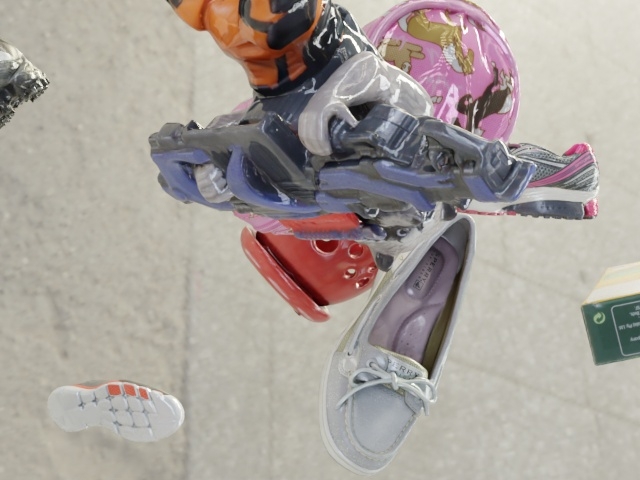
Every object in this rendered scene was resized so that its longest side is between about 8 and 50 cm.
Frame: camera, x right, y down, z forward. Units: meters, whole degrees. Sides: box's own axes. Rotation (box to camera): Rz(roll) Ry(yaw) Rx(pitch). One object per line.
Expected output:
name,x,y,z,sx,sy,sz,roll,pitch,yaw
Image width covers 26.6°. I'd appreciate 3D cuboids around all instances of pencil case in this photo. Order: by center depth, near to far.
pencil case,0.028,-0.105,1.291,0.167,0.386,0.160,-29,95,-26

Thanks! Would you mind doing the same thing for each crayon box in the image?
crayon box,0.459,0.075,1.739,0.323,0.203,0.083,-23,99,-71

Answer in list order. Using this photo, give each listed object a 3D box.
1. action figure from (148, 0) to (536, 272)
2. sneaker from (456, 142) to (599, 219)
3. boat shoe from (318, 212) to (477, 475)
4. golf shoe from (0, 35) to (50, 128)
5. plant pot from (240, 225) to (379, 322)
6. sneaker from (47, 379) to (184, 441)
action figure,0.014,-0.121,0.856,0.178,0.341,0.330,-45,125,-29
sneaker,0.256,-0.091,1.963,0.299,0.121,0.112,2,94,-11
boat shoe,0.092,0.109,1.507,0.118,0.103,0.320,33,60,-9
golf shoe,-0.284,-0.145,1.153,0.077,0.198,0.094,-44,100,-13
plant pot,0.000,0.000,1.802,0.191,0.174,0.191,48,1,-1
sneaker,-0.195,0.158,1.344,0.065,0.158,0.061,-26,115,-58
